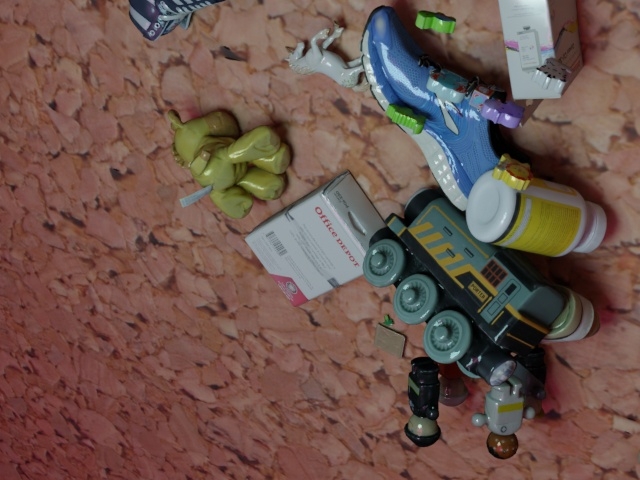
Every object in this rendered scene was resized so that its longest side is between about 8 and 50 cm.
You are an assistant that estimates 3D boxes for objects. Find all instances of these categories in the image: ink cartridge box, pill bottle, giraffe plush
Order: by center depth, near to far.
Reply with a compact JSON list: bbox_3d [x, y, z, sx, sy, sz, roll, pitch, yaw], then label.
[{"bbox_3d":[0.288,-0.257,1.165,0.067,0.115,0.198,3,122,32],"label":"ink cartridge box"},{"bbox_3d":[0.304,-0.033,1.259,0.184,0.103,0.103,11,139,-24],"label":"pill bottle"},{"bbox_3d":[-0.177,-0.148,1.539,0.170,0.210,0.181,51,145,37],"label":"giraffe plush"},{"bbox_3d":[0.000,0.000,1.548,0.218,0.092,0.158,-28,101,44],"label":"ink cartridge box"}]

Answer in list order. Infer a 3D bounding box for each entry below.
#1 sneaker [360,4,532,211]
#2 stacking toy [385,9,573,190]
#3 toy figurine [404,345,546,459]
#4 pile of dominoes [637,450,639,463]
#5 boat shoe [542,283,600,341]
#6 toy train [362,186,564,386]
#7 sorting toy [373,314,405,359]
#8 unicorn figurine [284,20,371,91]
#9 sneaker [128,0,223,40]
[{"bbox_3d":[0.185,-0.203,1.284,0.147,0.130,0.330,-31,106,32],"label":"sneaker"},{"bbox_3d":[0.196,-0.181,1.161,0.221,0.052,0.167,28,131,15],"label":"stacking toy"},{"bbox_3d":[0.252,0.250,1.459,0.209,0.213,0.148,9,112,24],"label":"toy figurine"},{"bbox_3d":[0.621,0.322,1.372,0.251,0.040,0.196,16,127,25],"label":"pile of dominoes"},{"bbox_3d":[0.287,0.112,1.407,0.103,0.113,0.302,24,171,-40],"label":"boat shoe"},{"bbox_3d":[0.203,0.059,1.339,0.190,0.142,0.334,-49,47,11],"label":"toy train"},{"bbox_3d":[0.127,0.171,1.629,0.062,0.012,0.083,27,134,23],"label":"sorting toy"},{"bbox_3d":[0.013,-0.278,1.376,0.162,0.060,0.111,40,133,6],"label":"unicorn figurine"},{"bbox_3d":[-0.201,-0.382,1.425,0.282,0.099,0.153,23,125,29],"label":"sneaker"}]
